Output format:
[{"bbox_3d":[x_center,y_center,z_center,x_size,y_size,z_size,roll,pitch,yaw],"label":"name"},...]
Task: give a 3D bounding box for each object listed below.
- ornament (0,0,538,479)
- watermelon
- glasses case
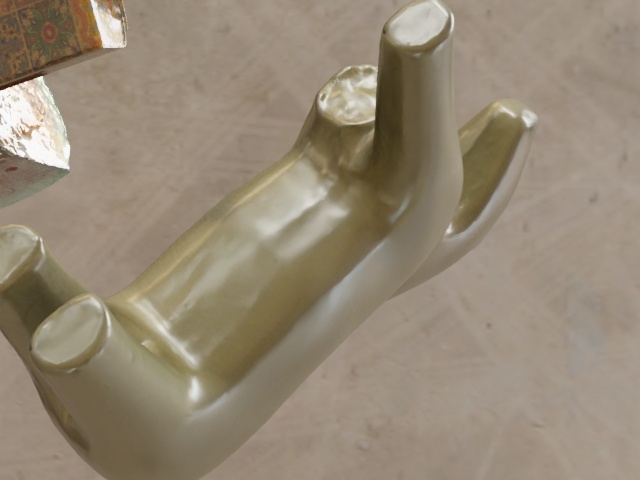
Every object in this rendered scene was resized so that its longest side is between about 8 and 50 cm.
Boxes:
[{"bbox_3d":[0.000,0.000,0.536,0.230,0.061,0.245,-43,161,-13],"label":"ornament"},{"bbox_3d":[-0.415,-0.149,1.455,0.322,0.188,0.175,46,32,-34],"label":"watermelon"},{"bbox_3d":[-0.258,-0.159,1.175,0.049,0.218,0.075,-19,94,-63],"label":"glasses case"}]
